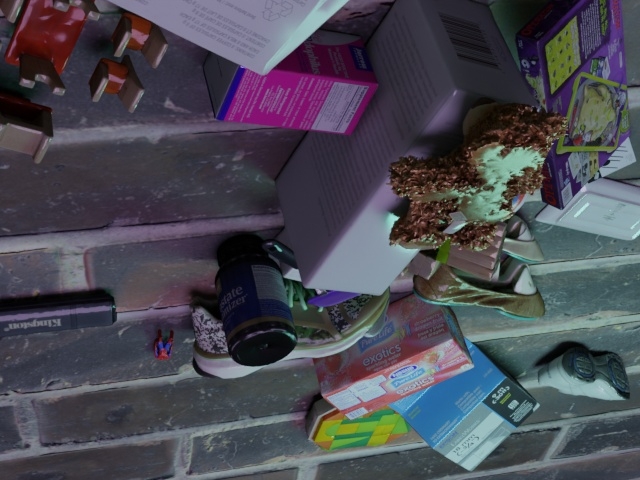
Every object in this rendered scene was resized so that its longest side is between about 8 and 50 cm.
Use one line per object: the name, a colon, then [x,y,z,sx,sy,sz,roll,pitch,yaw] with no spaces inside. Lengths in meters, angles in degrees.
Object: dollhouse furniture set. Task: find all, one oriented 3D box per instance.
dollhouse furniture set: [-0.381,-0.248,1.429,0.262,0.135,0.259,13,124,-34]

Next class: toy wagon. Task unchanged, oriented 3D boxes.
toy wagon: [0.141,0.408,2.516,0.344,0.068,0.267,-2,142,-18]

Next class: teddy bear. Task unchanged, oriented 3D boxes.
teddy bear: [0.208,-0.087,1.484,0.245,0.113,0.338,-7,152,-2]

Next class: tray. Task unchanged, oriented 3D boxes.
tray: [0.568,-0.055,2.095,0.270,0.030,0.145,10,136,-31]

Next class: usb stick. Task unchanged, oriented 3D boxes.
usb stick: [-0.510,0.138,1.928,0.278,0.045,0.077,-5,143,-14]

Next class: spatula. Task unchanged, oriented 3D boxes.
spatula: [-0.023,0.060,1.867,0.084,0.030,0.296,-23,144,19]

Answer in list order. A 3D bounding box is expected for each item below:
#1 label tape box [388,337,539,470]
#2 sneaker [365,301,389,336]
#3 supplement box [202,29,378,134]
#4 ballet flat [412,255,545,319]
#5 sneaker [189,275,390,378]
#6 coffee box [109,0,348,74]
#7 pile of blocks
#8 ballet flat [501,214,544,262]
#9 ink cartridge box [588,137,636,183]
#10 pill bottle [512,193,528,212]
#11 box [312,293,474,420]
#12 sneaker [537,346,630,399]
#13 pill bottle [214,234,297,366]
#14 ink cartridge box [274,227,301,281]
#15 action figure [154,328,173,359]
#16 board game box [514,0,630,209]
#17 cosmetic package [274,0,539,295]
label tape box: [0.339,0.386,2.473,0.240,0.106,0.333,-45,140,5]
sneaker: [0.091,0.155,2.120,0.070,0.134,0.051,-29,111,34]
supplement box: [-0.044,-0.238,1.549,0.220,0.111,0.114,4,139,-27]
ballet flat: [0.343,0.079,2.143,0.342,0.116,0.124,12,117,-27]
sneaker: [-0.066,0.128,2.020,0.410,0.158,0.182,-19,127,-4]
coffee box: [-0.098,-0.440,1.070,0.337,0.334,0.338,21,132,-41]
pile of blocks: [0.174,-0.004,1.947,0.362,0.149,0.112,-5,-166,23]
ballet flat: [0.345,-0.016,2.028,0.248,0.086,0.086,11,136,-31]
ink cartridge box: [0.486,-0.188,1.872,0.097,0.046,0.207,-26,143,11]
pill bottle: [0.240,-0.117,1.808,0.221,0.124,0.124,10,137,-32]
box: [0.146,0.238,2.228,0.299,0.142,0.154,-26,143,13]
sneaker: [0.650,0.333,2.604,0.297,0.111,0.129,22,145,-36]
pill bottle: [-0.120,0.102,1.880,0.122,0.219,0.123,-11,143,-8]
ink cartridge box: [0.000,0.000,1.900,0.092,0.090,0.143,16,134,-36]
action figure: [-0.312,0.210,2.114,0.038,0.030,0.115,1,146,-13]
board game box: [0.398,-0.235,1.643,0.208,0.056,0.347,-41,138,-19]
cosmetic package: [0.114,-0.139,1.642,0.161,0.230,0.453,8,138,-31]
